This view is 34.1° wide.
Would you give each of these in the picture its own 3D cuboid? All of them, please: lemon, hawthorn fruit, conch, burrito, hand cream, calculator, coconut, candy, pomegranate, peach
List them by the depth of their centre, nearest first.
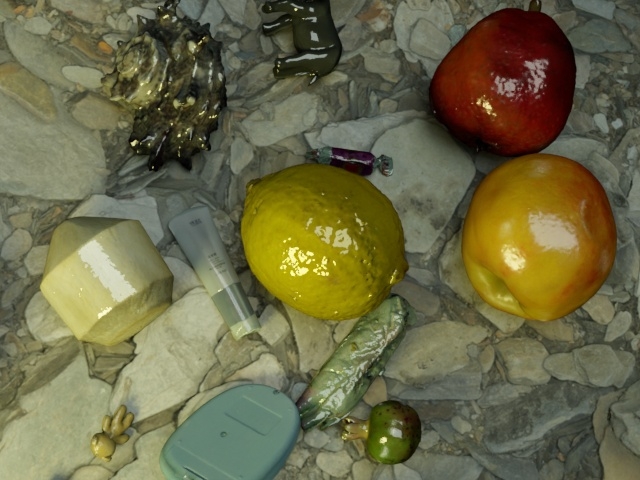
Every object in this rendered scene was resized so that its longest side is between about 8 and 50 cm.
[{"bbox_3d":[-0.155,0.347,1.729,0.188,0.042,0.302,24,43,23],"label":"calculator"},{"bbox_3d":[-0.364,0.057,1.752,0.202,0.202,0.222,-34,86,-18],"label":"coconut"},{"bbox_3d":[0.000,0.000,1.809,0.322,0.268,0.268,30,69,21],"label":"lemon"},{"bbox_3d":[0.106,0.331,1.817,0.142,0.114,0.114,8,73,-2],"label":"pomegranate"},{"bbox_3d":[0.064,0.220,1.860,0.096,0.066,0.309,37,70,10],"label":"burrito"},{"bbox_3d":[-0.185,0.056,1.868,0.079,0.048,0.255,-24,78,-22],"label":"hand cream"},{"bbox_3d":[-0.284,-0.278,1.883,0.240,0.186,0.313,-7,94,14],"label":"conch"},{"bbox_3d":[0.402,-0.019,1.887,0.289,0.289,0.308,39,71,1],"label":"peach"},{"bbox_3d":[0.360,-0.309,1.969,0.265,0.265,0.307,23,80,-4],"label":"hawthorn fruit"},{"bbox_3d":[0.057,-0.149,1.979,0.175,0.045,0.043,7,39,-8],"label":"candy"}]

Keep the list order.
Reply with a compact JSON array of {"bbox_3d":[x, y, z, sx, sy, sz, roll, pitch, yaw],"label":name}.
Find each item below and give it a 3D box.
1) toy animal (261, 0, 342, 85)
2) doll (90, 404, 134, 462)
[{"bbox_3d":[-0.039,-0.420,2.012,0.146,0.114,0.245,-14,99,-9],"label":"toy animal"},{"bbox_3d":[-0.347,0.324,1.753,0.093,0.051,0.061,-45,115,-16],"label":"doll"}]
